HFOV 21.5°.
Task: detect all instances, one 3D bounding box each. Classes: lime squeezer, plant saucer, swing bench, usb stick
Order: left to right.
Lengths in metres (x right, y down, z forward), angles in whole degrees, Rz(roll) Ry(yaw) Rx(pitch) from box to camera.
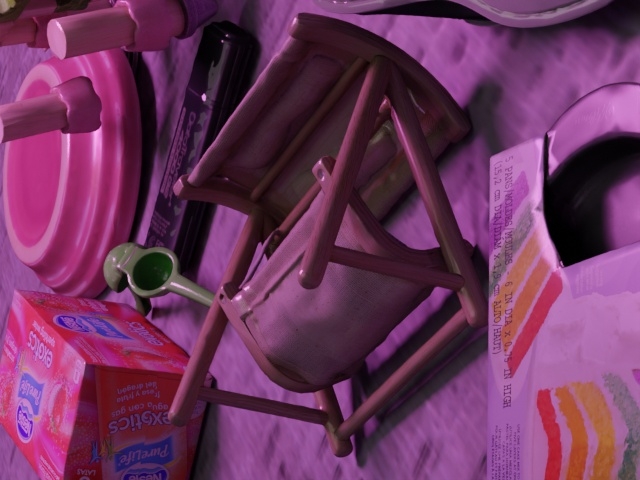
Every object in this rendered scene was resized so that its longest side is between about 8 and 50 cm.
[{"bbox_3d":[-0.319,-0.092,2.092,0.332,0.084,0.332,-15,73,61],"label":"plant saucer"},{"bbox_3d":[-0.168,0.051,1.737,0.110,0.059,0.310,58,157,-15],"label":"lime squeezer"},{"bbox_3d":[-0.131,-0.096,1.787,0.077,0.045,0.278,38,116,53],"label":"usb stick"},{"bbox_3d":[0.000,0.000,1.361,0.253,0.165,0.255,-49,35,48],"label":"swing bench"}]

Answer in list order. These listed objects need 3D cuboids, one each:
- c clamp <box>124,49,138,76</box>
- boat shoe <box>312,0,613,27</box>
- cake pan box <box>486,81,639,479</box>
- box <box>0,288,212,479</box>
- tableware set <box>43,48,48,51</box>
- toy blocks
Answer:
[{"bbox_3d":[-0.255,-0.242,2.124,0.137,0.022,0.161,-34,50,50],"label":"c clamp"},{"bbox_3d":[0.121,-0.214,1.238,0.302,0.091,0.114,12,105,42],"label":"boat shoe"},{"bbox_3d":[0.195,0.036,1.053,0.245,0.070,0.267,-21,62,58],"label":"cake pan box"},{"bbox_3d":[-0.243,0.167,1.814,0.300,0.142,0.154,31,110,63],"label":"box"},{"bbox_3d":[-0.315,-0.338,2.222,0.128,0.039,0.194,-94,27,-51],"label":"tableware set"},{"bbox_3d":[-0.252,-0.307,1.857,0.288,0.260,0.309,-37,73,57],"label":"toy blocks"}]
